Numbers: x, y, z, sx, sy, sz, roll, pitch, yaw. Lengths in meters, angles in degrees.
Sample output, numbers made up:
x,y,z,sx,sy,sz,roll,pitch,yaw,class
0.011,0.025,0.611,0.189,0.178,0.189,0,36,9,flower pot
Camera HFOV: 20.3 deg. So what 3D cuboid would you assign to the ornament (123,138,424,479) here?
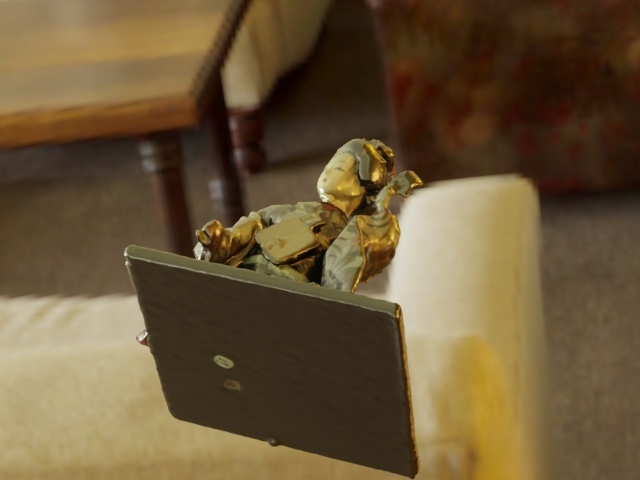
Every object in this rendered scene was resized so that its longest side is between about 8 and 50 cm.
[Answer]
x,y,z,sx,sy,sz,roll,pitch,yaw,class
0.000,0.000,1.013,0.166,0.153,0.196,12,51,16,ornament
